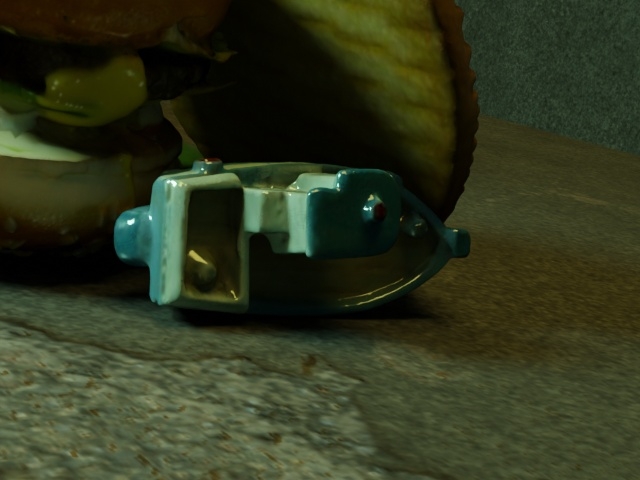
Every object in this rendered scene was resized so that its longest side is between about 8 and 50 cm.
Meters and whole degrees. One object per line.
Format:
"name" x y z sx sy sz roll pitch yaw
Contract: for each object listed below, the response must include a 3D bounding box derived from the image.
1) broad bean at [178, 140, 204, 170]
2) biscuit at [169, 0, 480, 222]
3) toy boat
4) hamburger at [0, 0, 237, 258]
"broad bean" -0.232 -0.079 0.895 0.325 0.067 0.075 8 -18 -3
"biscuit" -0.020 -0.129 0.745 0.040 0.318 0.318 -34 38 -33
"toy boat" 0.000 0.000 0.627 0.215 0.088 0.102 1 2 -37
"hamburger" -0.199 -0.113 0.676 0.291 0.225 0.291 15 17 -5
